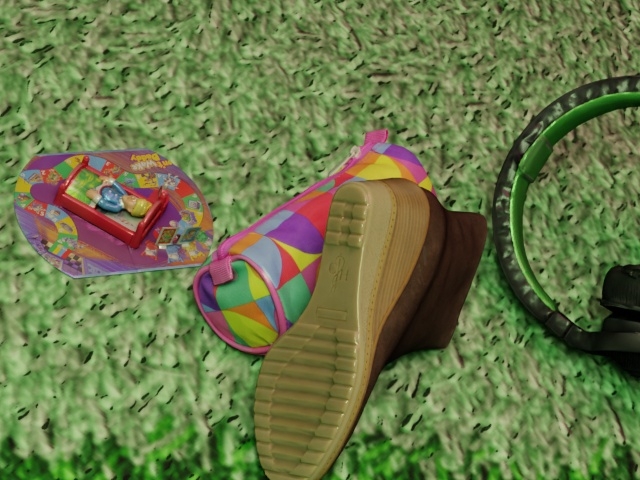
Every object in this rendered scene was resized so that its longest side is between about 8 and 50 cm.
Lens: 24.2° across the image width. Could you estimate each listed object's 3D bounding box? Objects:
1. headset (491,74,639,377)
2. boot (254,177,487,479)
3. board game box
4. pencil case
[{"bbox_3d":[0.324,0.016,1.244,0.394,0.243,0.185,33,3,18],"label":"headset"},{"bbox_3d":[0.053,0.078,1.170,0.090,0.248,0.207,17,0,33],"label":"boot"},{"bbox_3d":[-0.165,-0.035,1.230,0.168,0.033,0.133,-5,53,-29],"label":"board game box"},{"bbox_3d":[0.000,0.000,1.231,0.104,0.104,0.236,39,45,12],"label":"pencil case"}]
